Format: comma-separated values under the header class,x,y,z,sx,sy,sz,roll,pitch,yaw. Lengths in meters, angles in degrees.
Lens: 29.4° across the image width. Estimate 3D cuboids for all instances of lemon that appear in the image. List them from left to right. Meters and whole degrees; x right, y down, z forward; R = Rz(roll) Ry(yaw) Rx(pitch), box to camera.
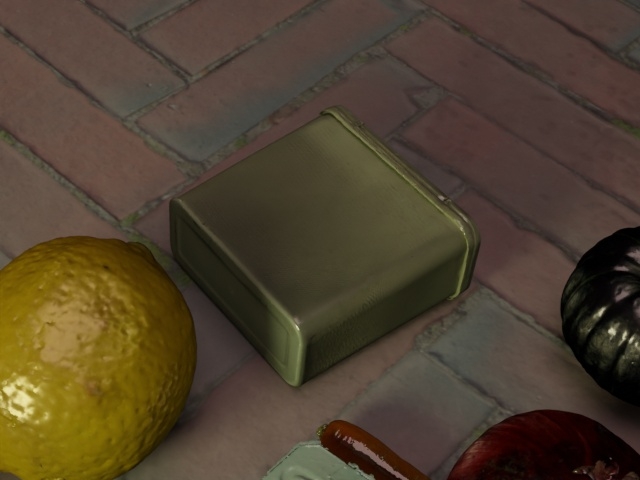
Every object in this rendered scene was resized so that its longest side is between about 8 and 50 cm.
class,x,y,z,sx,sy,sz,roll,pitch,yaw
lemon,-0.318,0.160,1.596,0.336,0.336,0.336,4,48,-4

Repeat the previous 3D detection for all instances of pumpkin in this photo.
class,x,y,z,sx,sy,sz,roll,pitch,yaw
pumpkin,0.502,0.094,1.785,0.295,0.296,0.296,4,48,-4

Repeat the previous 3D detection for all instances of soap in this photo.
class,x,y,z,sx,sy,sz,roll,pitch,yaw
soap,-0.045,0.384,1.565,0.150,0.094,0.261,35,53,22

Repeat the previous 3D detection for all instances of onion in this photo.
class,x,y,z,sx,sy,sz,roll,pitch,yaw
onion,0.319,0.357,1.510,0.347,0.285,0.348,13,53,-18

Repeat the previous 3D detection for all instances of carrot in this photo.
class,x,y,z,sx,sy,sz,roll,pitch,yaw
carrot,0.089,0.319,1.663,0.225,0.067,0.067,33,52,19

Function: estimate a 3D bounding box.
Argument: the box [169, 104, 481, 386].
class,x,y,z,sx,sy,sz,roll,pitch,yaw
box,0.000,0.000,1.869,0.343,0.177,0.352,-29,58,-28
